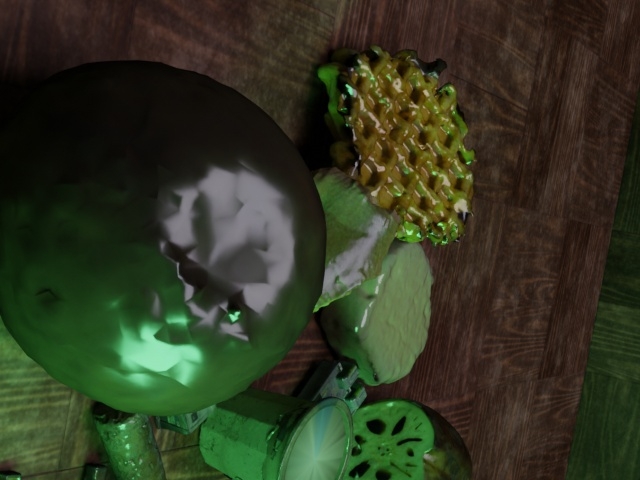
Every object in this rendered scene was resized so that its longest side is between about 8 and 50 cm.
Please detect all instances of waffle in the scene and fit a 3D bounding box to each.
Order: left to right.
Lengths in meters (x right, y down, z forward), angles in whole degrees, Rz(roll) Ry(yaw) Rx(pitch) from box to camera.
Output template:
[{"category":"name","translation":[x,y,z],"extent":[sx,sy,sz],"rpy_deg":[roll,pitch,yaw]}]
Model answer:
[{"category":"waffle","translation":[0.150,-0.170,1.846],"extent":[0.382,0.095,0.380],"rpy_deg":[3,73,-44]}]

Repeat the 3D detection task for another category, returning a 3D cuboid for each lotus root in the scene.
[{"category":"lotus root","translation":[0.188,0.474,2.117],"extent":[0.346,0.250,0.250],"rpy_deg":[48,60,-49]}]

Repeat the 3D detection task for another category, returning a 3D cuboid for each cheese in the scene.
[{"category":"cheese","translation":[0.117,0.139,2.013],"extent":[0.326,0.115,0.318],"rpy_deg":[-13,111,-55]}]

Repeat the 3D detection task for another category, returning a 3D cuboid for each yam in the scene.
[{"category":"yam","translation":[-0.271,0.301,1.469],"extent":[0.078,0.078,0.179],"rpy_deg":[-47,137,-41]}]

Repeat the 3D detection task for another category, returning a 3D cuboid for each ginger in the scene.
[{"category":"ginger","translation":[0.000,0.000,1.632],"extent":[0.275,0.130,0.221],"rpy_deg":[-20,95,-24]}]

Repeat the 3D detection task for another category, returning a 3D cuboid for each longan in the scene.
[{"category":"longan","translation":[-0.189,0.006,1.213],"extent":[0.436,0.404,0.404],"rpy_deg":[43,63,-59]}]

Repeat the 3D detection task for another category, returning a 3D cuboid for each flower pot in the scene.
[{"category":"flower pot","translation":[-0.084,0.337,1.661],"extent":[0.212,0.202,0.212],"rpy_deg":[-26,121,-55]}]

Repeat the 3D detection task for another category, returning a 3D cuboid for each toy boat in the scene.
[{"category":"toy boat","translation":[-0.021,0.366,1.880],"extent":[0.319,0.092,0.141],"rpy_deg":[-52,138,-35]}]

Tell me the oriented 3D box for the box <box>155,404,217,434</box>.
[{"category":"box","translation":[-0.208,0.253,1.568],"extent":[0.084,0.063,0.060],"rpy_deg":[-42,132,-46]}]

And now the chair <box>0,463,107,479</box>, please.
[{"category":"chair","translation":[-0.326,0.533,1.319],"extent":[0.203,0.240,0.416],"rpy_deg":[13,92,-59]}]
